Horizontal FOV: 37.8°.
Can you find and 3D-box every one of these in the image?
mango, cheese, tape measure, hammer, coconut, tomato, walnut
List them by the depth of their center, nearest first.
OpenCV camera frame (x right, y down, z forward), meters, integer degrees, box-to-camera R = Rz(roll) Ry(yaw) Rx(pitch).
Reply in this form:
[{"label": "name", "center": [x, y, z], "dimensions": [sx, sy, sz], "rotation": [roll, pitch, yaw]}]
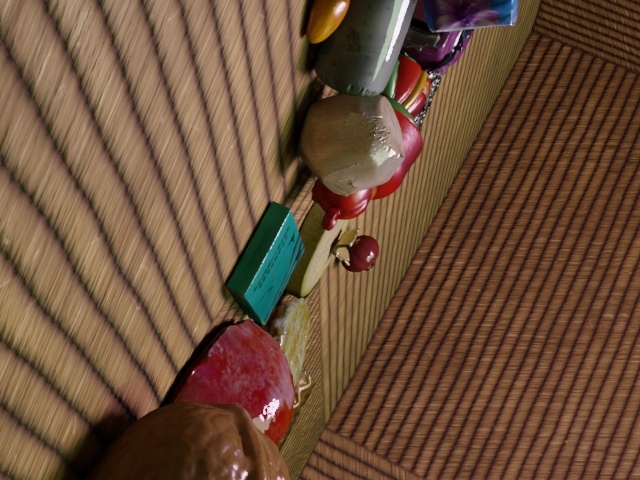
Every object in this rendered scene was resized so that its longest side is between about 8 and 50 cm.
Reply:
[{"label": "walnut", "center": [-0.184, 0.375, 1.270], "dimensions": [0.333, 0.332, 0.333], "rotation": [-60, 167, -23]}, {"label": "mango", "center": [0.007, -0.309, 1.280], "dimensions": [0.089, 0.046, 0.060], "rotation": [-56, 170, 23]}, {"label": "hammer", "center": [0.096, -0.356, 1.444], "dimensions": [0.335, 0.118, 0.207], "rotation": [-57, 169, -60]}, {"label": "coconut", "center": [0.042, -0.153, 1.475], "dimensions": [0.161, 0.162, 0.161], "rotation": [54, 26, -42]}, {"label": "tomato", "center": [-0.141, 0.292, 1.543], "dimensions": [0.309, 0.170, 0.309], "rotation": [-62, 168, -23]}, {"label": "tape measure", "center": [0.231, -0.426, 1.750], "dimensions": [0.245, 0.149, 0.231], "rotation": [-66, 166, 1]}, {"label": "cheese", "center": [0.049, 0.015, 1.922], "dimensions": [0.084, 0.041, 0.060], "rotation": [99, 12, -47]}]

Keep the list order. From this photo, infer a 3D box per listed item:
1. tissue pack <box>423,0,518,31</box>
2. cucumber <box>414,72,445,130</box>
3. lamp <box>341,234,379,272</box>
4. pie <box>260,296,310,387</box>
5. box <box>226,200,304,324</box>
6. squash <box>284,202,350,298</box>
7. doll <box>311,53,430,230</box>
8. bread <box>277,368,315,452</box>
[{"label": "tissue pack", "center": [0.216, -0.457, 1.364], "dimensions": [0.198, 0.146, 0.264], "rotation": [-82, 167, -65]}, {"label": "cucumber", "center": [0.219, -0.358, 1.972], "dimensions": [0.360, 0.096, 0.096], "rotation": [-65, 168, -3]}, {"label": "lamp", "center": [0.094, 0.032, 2.236], "dimensions": [0.101, 0.090, 0.101], "rotation": [-38, -164, 13]}, {"label": "pie", "center": [-0.083, 0.232, 1.839], "dimensions": [0.274, 0.105, 0.257], "rotation": [37, 73, -79]}, {"label": "box", "center": [-0.088, 0.044, 1.582], "dimensions": [0.161, 0.042, 0.226], "rotation": [-61, 168, -13]}, {"label": "squash", "center": [0.000, 0.000, 1.882], "dimensions": [0.252, 0.048, 0.252], "rotation": [-61, 170, -18]}, {"label": "doll", "center": [0.089, -0.163, 1.643], "dimensions": [0.363, 0.160, 0.183], "rotation": [-59, 168, -24]}, {"label": "bread", "center": [-0.104, 0.418, 2.167], "dimensions": [0.087, 0.098, 0.270], "rotation": [41, 70, -34]}]
